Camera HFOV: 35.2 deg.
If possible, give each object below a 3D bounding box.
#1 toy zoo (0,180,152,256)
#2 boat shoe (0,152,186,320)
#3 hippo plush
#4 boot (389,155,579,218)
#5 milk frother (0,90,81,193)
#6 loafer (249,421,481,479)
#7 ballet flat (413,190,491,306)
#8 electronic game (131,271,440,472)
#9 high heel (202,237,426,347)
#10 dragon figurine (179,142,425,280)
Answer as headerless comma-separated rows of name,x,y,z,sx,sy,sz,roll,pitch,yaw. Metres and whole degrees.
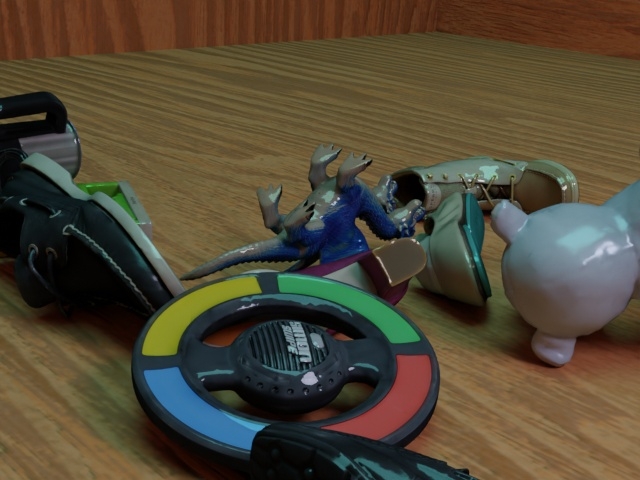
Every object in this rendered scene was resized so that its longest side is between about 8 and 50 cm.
toy zoo,-0.356,-0.025,1.172,0.293,0.030,0.192,-5,19,-19
boat shoe,-0.239,0.013,0.945,0.113,0.127,0.340,-38,42,-19
hippo plush,0.285,0.032,0.873,0.236,0.234,0.294,-27,-1,8
boot,0.200,-0.062,1.272,0.165,0.077,0.213,-9,16,-33
milk frother,-0.345,-0.091,1.202,0.134,0.129,0.143,-15,67,-42
loafer,0.057,0.161,0.574,0.223,0.076,0.078,19,19,31
ballet flat,0.132,0.015,1.046,0.086,0.086,0.248,4,16,7
electronic game,-0.025,0.091,0.751,0.229,0.048,0.229,4,30,-3
high heel,-0.023,0.062,0.915,0.244,0.082,0.117,-26,-10,-25
dragon figurine,0.000,0.000,1.033,0.085,0.144,0.289,19,49,41
